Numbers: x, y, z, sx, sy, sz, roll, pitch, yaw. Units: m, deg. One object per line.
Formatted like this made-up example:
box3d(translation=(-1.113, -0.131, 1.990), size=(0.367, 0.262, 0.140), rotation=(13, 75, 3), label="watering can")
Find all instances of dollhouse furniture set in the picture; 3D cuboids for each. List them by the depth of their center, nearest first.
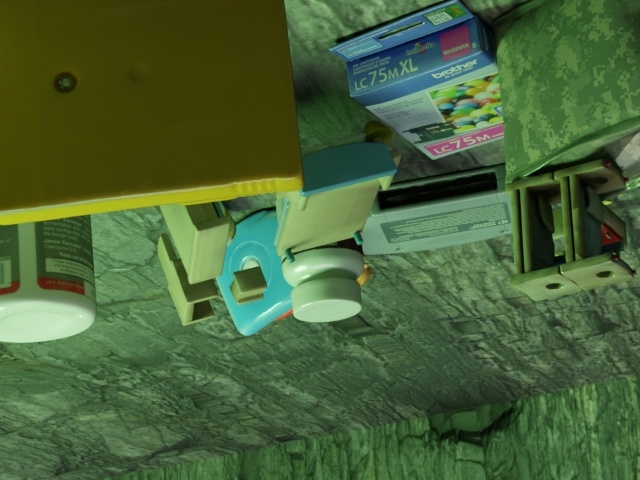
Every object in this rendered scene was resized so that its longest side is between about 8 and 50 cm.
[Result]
box3d(translation=(0.319, 0.008, 1.677), size=(0.129, 0.129, 0.184), rotation=(-15, 153, 31), label="dollhouse furniture set")
box3d(translation=(-0.070, -0.069, 1.964), size=(0.303, 0.198, 0.286), rotation=(-15, 153, -18), label="dollhouse furniture set")

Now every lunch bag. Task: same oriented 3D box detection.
box3d(translation=(0.356, -0.198, 1.665), size=(0.169, 0.235, 0.287), rotation=(16, 151, -35), label="lunch bag")

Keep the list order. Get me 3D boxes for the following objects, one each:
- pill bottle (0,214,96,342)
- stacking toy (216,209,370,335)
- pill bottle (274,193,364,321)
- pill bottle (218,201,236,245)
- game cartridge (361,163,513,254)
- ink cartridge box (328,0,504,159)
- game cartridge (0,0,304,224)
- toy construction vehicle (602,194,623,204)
box3d(translation=(-0.374, -0.026, 1.831), size=(0.161, 0.283, 0.161), rotation=(-6, 159, -2), label="pill bottle")
box3d(translation=(-0.015, 0.049, 2.350), size=(0.175, 0.166, 0.302), rotation=(-35, 158, 33), label="stacking toy")
box3d(translation=(0.000, 0.000, 2.091), size=(0.121, 0.221, 0.121), rotation=(-6, 159, -2), label="pill bottle")
box3d(translation=(-0.172, -0.033, 2.174), size=(0.065, 0.065, 0.116), rotation=(-9, 159, 8), label="pill bottle")
box3d(translation=(0.198, -0.045, 2.271), size=(0.297, 0.062, 0.198), rotation=(-10, 163, 8), label="game cartridge")
box3d(translation=(0.161, -0.200, 1.852), size=(0.186, 0.065, 0.311), rotation=(-17, 155, 24), label="ink cartridge box")
box3d(translation=(-0.190, -0.167, 1.520), size=(0.324, 0.285, 0.052), rotation=(-6, 158, 0), label="game cartridge")
box3d(translation=(0.451, -0.082, 2.269), size=(0.086, 0.035, 0.098), rotation=(4, 157, -25), label="toy construction vehicle")
